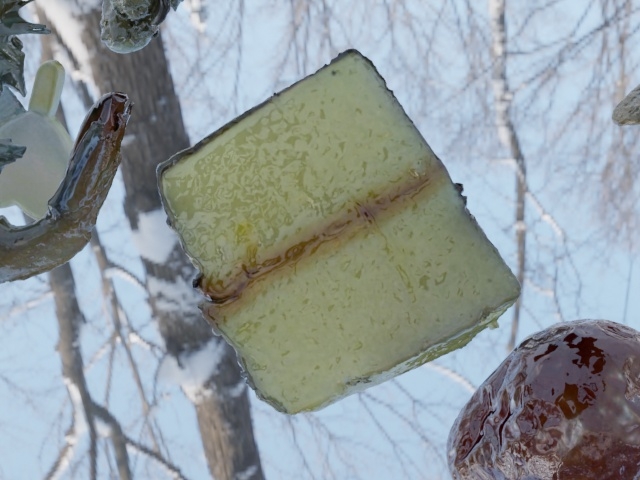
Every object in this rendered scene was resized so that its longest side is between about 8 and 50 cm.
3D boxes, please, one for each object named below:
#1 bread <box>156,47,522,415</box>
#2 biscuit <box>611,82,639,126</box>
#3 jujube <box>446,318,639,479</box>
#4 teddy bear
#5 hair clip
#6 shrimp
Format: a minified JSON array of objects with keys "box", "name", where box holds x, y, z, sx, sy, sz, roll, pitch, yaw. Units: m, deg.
[{"box":[0.000,0.000,0.847,0.178,0.135,0.240,-23,-106,-30],"name":"bread"},{"box":[0.376,-0.171,1.254,0.147,0.018,0.071,-42,-160,-14],"name":"biscuit"},{"box":[0.233,0.184,1.137,0.255,0.190,0.190,-34,-159,38],"name":"jujube"},{"box":[-0.172,-0.376,1.416,0.256,0.156,0.267,-2,-129,48],"name":"teddy bear"},{"box":[-0.312,-0.119,1.190,0.159,0.218,0.071,-37,177,15],"name":"hair clip"},{"box":[-0.188,-0.070,0.677,0.253,0.173,0.058,-45,-167,14],"name":"shrimp"}]
